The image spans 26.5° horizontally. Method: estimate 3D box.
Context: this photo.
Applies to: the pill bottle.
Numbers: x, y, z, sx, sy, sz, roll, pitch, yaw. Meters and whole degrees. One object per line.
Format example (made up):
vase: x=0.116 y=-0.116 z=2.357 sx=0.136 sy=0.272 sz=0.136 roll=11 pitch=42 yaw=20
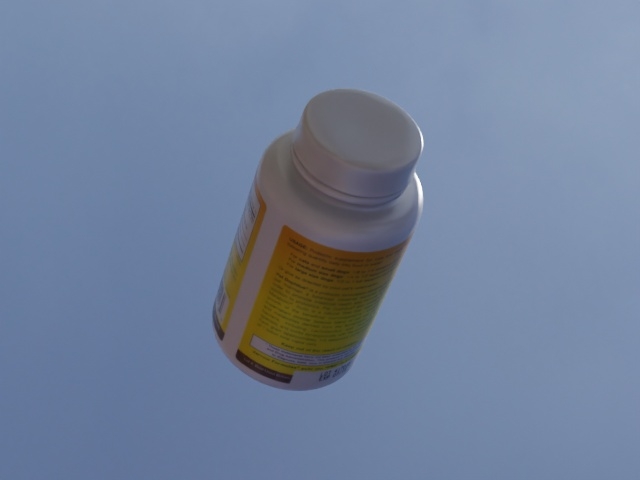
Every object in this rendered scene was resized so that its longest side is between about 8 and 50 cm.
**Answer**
pill bottle: x=0.000 y=0.000 z=0.962 sx=0.117 sy=0.117 sz=0.215 roll=-94 pitch=-162 yaw=-45
